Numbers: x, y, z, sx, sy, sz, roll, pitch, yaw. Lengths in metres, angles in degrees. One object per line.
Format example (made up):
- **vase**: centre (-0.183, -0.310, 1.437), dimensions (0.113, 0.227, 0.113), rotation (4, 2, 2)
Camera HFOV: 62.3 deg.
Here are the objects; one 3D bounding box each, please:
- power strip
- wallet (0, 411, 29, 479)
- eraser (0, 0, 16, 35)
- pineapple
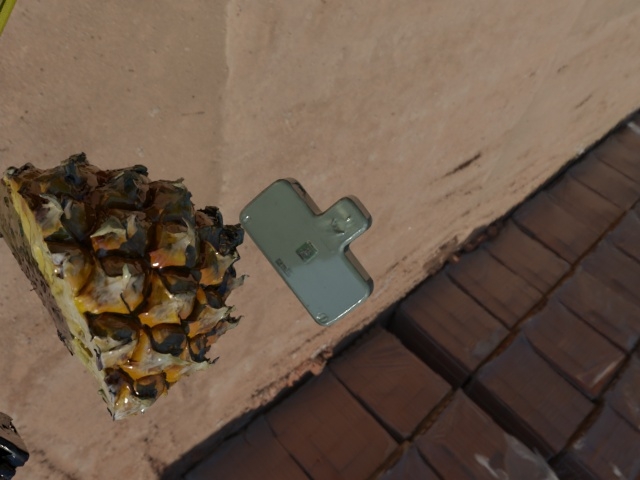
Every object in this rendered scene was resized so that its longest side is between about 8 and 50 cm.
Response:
- **power strip**: centre (0.000, 0.000, 0.934), dimensions (0.193, 0.265, 0.059), rotation (-38, 177, 18)
- **wallet**: centre (-0.409, 0.157, 0.515), dimensions (0.262, 0.221, 0.071), rotation (-17, -143, 50)
- **eraser**: centre (-0.351, -0.278, 0.518), dimensions (0.226, 0.069, 0.158), rotation (-47, -168, 24)
- **pineapple**: centre (-0.188, -0.020, 0.621), dimensions (0.286, 0.344, 0.209), rotation (-26, 156, -39)
